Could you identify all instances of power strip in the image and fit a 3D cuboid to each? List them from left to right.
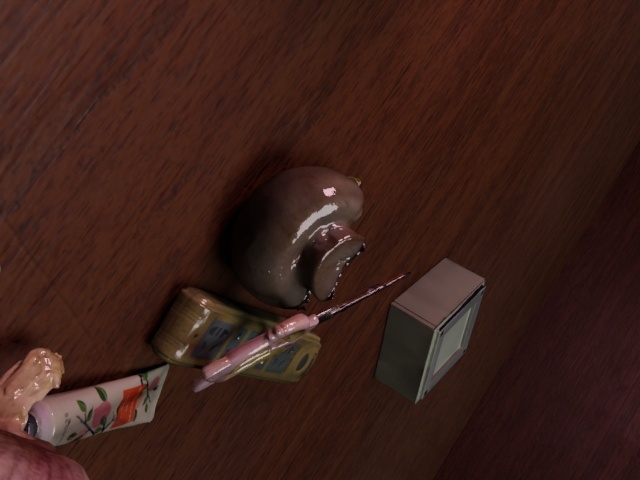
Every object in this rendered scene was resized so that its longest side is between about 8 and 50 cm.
[{"bbox_3d":[-0.091,0.144,0.955,0.092,0.066,0.387,-58,153,0],"label":"power strip"}]

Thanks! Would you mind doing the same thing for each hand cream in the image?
[{"bbox_3d":[-0.246,0.187,0.762,0.234,0.050,0.080,6,106,-67],"label":"hand cream"}]

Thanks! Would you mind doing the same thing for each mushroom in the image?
[{"bbox_3d":[-0.040,-0.008,0.821,0.117,0.141,0.188,20,105,-43],"label":"mushroom"}]

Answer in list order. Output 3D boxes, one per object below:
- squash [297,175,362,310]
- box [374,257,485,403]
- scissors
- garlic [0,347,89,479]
[{"bbox_3d":[-0.021,-0.011,0.932,0.192,0.085,0.184,-64,-177,0],"label":"squash"},{"bbox_3d":[0.245,0.196,1.510,0.225,0.117,0.225,-33,142,-41],"label":"box"},{"bbox_3d":[-0.013,0.102,0.859,0.317,0.024,0.160,-25,167,-26],"label":"scissors"},{"bbox_3d":[-0.272,0.186,0.556,0.245,0.244,0.253,90,15,-44],"label":"garlic"}]
